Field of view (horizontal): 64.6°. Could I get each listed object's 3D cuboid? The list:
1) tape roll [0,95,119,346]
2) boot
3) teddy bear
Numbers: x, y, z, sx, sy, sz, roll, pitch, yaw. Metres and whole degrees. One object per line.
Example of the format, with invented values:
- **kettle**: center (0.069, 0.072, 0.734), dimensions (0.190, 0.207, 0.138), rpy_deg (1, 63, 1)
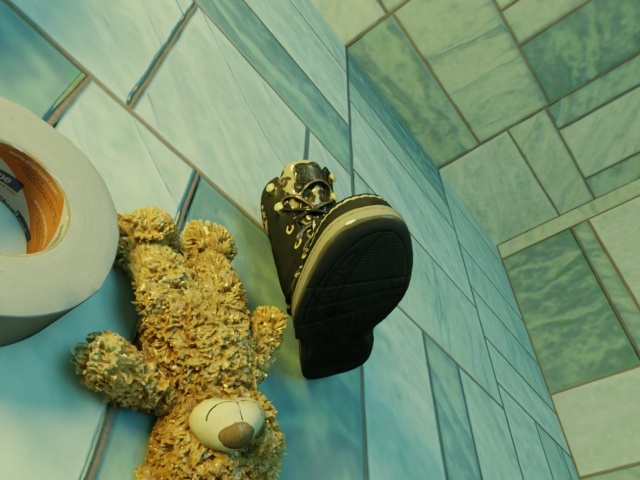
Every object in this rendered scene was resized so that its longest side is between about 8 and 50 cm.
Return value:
- **tape roll**: center (-0.287, -0.022, 0.430), dimensions (0.219, 0.072, 0.219), rpy_deg (42, 31, -33)
- **boot**: center (0.000, 0.000, 0.703), dimensions (0.377, 0.138, 0.284), rpy_deg (93, -17, -55)
- **teddy bear**: center (-0.129, 0.104, 0.544), dimensions (0.245, 0.113, 0.337), rpy_deg (36, 34, -38)
